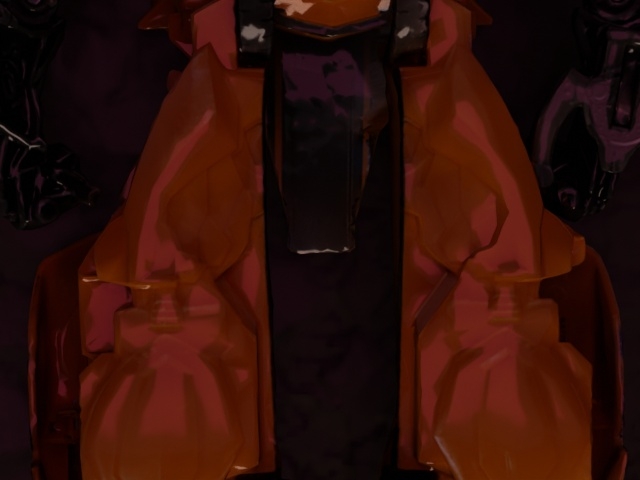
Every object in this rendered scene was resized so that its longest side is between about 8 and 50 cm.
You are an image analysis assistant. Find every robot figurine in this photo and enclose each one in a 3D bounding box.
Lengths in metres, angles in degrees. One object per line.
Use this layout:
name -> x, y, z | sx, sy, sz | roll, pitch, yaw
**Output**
robot figurine -> 0.000, 0.000, 0.468 | 0.211, 0.085, 0.291 | 0, 93, -5
